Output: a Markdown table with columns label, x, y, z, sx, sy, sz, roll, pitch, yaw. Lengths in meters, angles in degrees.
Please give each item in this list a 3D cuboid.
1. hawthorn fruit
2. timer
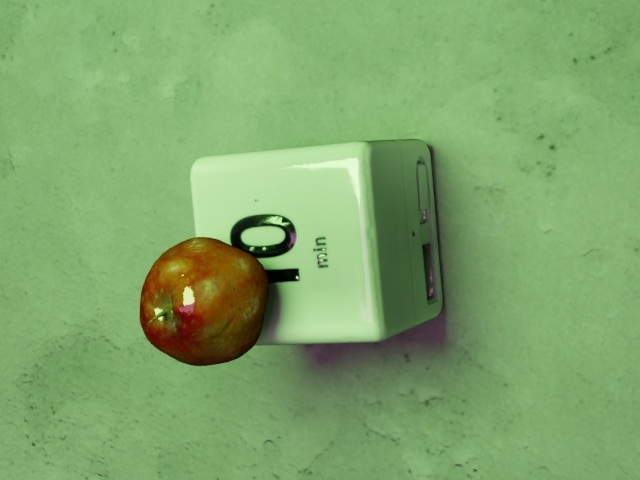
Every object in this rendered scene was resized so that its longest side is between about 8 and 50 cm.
| label | x | y | z | sx | sy | sz | roll | pitch | yaw |
| --- | --- | --- | --- | --- | --- | --- | --- | --- | --- |
| hawthorn fruit | -0.116 | 0.053 | 1.218 | 0.125 | 0.140 | 0.125 | -25 | 55 | 42 |
| timer | 0.000 | 0.000 | 1.331 | 0.195 | 0.194 | 0.192 | -4 | 94 | 23 |
